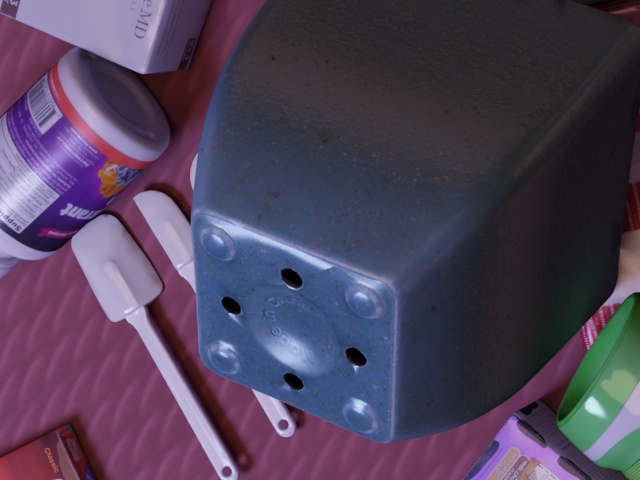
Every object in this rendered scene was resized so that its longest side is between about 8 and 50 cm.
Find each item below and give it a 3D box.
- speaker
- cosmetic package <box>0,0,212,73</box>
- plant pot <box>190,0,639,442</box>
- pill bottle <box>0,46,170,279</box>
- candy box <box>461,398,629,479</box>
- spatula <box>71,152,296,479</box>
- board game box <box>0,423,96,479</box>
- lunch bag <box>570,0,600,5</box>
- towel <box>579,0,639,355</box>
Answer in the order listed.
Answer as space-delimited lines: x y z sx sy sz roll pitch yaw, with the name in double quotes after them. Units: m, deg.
0.311 0.155 1.332 0.296 0.131 0.131 31 107 1 "speaker"
-0.199 -0.223 1.543 0.231 0.085 0.117 23 105 19 "cosmetic package"
0.042 -0.014 1.309 0.248 0.252 0.247 21 137 22 "plant pot"
-0.219 -0.053 1.558 0.193 0.108 0.108 -41 81 22 "pill bottle"
0.178 0.244 1.455 0.196 0.070 0.165 40 109 13 "candy box"
-0.082 0.061 1.568 0.168 0.019 0.242 -32 85 17 "spatula"
-0.208 0.308 1.642 0.145 0.027 0.281 -28 86 21 "board game box"
0.155 -0.198 1.379 0.151 0.129 0.096 7 100 22 "lunch bag"
0.282 -0.017 1.400 0.237 0.037 0.329 -11 93 24 "towel"
